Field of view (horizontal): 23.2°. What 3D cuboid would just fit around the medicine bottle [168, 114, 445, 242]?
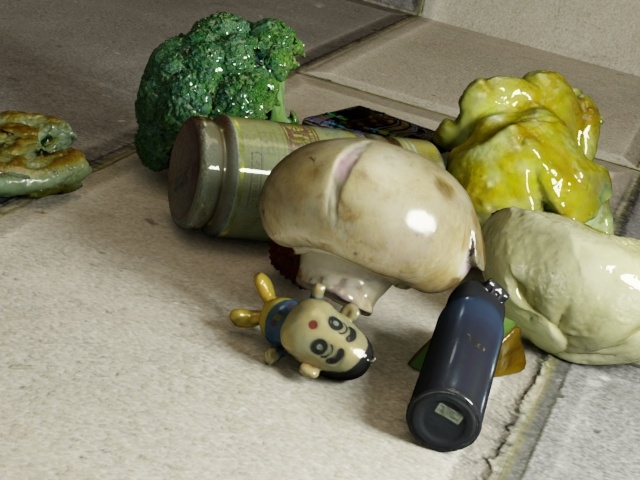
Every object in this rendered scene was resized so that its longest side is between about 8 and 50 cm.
[{"bbox_3d":[-0.018,-0.069,1.951,0.322,0.151,0.151,5,19,-23],"label":"medicine bottle"}]

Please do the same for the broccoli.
[{"bbox_3d":[-0.117,-0.176,2.110,0.270,0.270,0.270,40,8,-22],"label":"broccoli"}]

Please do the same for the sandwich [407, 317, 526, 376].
[{"bbox_3d":[0.159,0.136,1.696,0.074,0.074,0.116,28,55,36],"label":"sandwich"}]

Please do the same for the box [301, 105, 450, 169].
[{"bbox_3d":[0.139,-0.107,2.289,0.310,0.084,0.198,21,20,22],"label":"box"}]

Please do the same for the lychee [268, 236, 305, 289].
[{"bbox_3d":[-0.003,0.000,1.819,0.129,0.123,0.123,-27,36,-22],"label":"lychee"}]

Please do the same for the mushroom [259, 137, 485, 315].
[{"bbox_3d":[0.057,-0.016,1.653,0.254,0.184,0.255,27,-7,3],"label":"mushroom"}]

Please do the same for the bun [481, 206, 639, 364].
[{"bbox_3d":[0.303,0.060,1.794,0.259,0.160,0.259,17,2,-1],"label":"bun"}]

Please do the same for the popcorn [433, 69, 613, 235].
[{"bbox_3d":[0.258,-0.089,2.008,0.225,0.276,0.276,-5,20,-5],"label":"popcorn"}]

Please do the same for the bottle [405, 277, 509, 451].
[{"bbox_3d":[0.140,0.120,1.567,0.072,0.082,0.244,39,30,-6],"label":"bottle"}]

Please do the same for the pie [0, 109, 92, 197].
[{"bbox_3d":[-0.439,-0.121,1.949,0.302,0.067,0.302,13,19,-5],"label":"pie"}]

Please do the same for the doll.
[{"bbox_3d":[-0.017,0.090,1.591,0.179,0.102,0.089,24,-18,31],"label":"doll"}]
